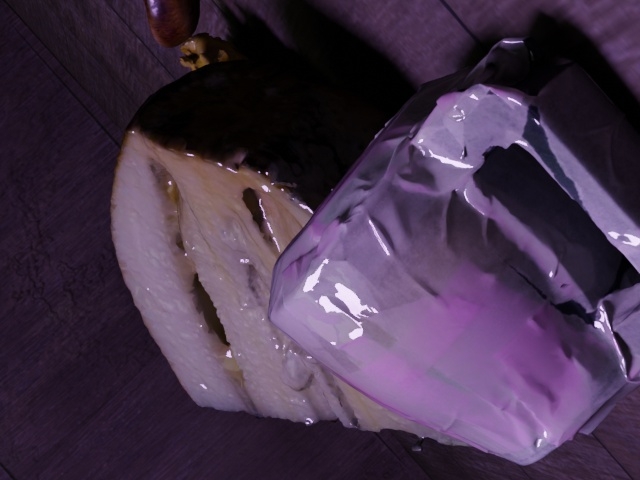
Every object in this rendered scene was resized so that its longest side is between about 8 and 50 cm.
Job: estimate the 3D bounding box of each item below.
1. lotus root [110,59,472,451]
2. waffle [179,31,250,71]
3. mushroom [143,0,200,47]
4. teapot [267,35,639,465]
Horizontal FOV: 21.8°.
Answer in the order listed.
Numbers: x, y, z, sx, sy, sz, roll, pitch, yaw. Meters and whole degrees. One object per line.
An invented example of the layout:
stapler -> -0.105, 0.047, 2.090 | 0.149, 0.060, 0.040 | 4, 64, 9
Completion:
lotus root -> -0.014, -0.010, 1.085 | 0.267, 0.149, 0.260 | 2, 133, 40
waffle -> -0.020, -0.065, 1.286 | 0.245, 0.052, 0.254 | 49, -179, -7
mushroom -> -0.122, -0.201, 1.229 | 0.123, 0.052, 0.123 | 157, 90, -87
teapot -> 0.098, 0.003, 0.808 | 0.178, 0.221, 0.163 | 39, -148, -3
